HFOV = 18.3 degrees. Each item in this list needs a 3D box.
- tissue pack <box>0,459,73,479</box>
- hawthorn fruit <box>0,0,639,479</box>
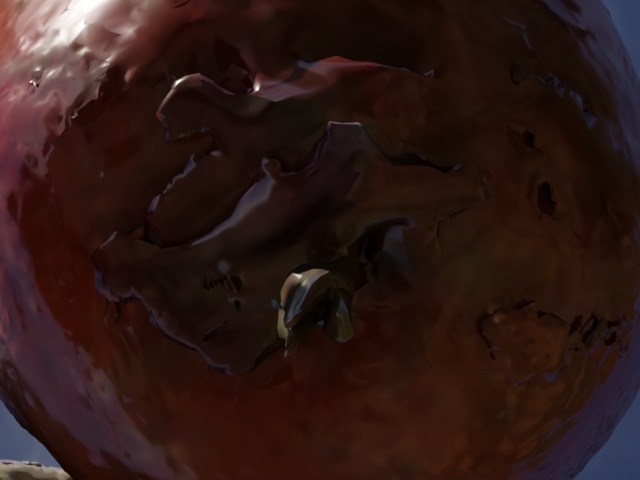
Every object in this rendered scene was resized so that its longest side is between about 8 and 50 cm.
[{"bbox_3d":[-0.167,0.216,0.841,0.215,0.123,0.256,12,-103,-26],"label":"tissue pack"},{"bbox_3d":[0.000,0.000,0.686,0.276,0.307,0.276,-1,-82,-6],"label":"hawthorn fruit"}]
